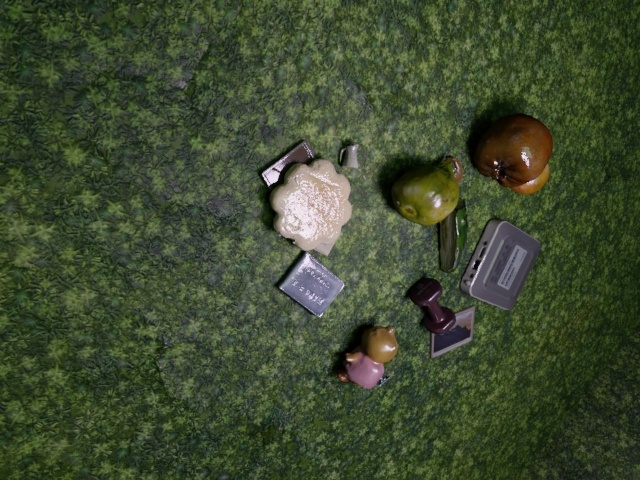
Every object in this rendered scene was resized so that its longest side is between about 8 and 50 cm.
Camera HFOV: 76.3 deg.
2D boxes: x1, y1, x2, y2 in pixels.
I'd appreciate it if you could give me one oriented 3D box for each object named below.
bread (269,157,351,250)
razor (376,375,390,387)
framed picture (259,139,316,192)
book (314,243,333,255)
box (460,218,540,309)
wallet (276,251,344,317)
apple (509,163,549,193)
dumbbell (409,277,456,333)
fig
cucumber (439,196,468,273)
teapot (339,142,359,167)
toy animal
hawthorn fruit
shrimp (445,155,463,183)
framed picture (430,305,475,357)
[{"bbox_3d":[-0.018,-0.112,1.336,0.316,0.054,0.316,-8,105,-30],"label":"bread"},{"bbox_3d":[0.261,0.505,1.718,0.084,0.036,0.211,-14,107,-51],"label":"razor"},{"bbox_3d":[-0.058,-0.169,1.336,0.189,0.023,0.260,-41,120,-13],"label":"framed picture"},{"bbox_3d":[0.000,0.000,1.424,0.111,0.014,0.077,28,89,-33],"label":"book"},{"bbox_3d":[0.845,0.119,1.894,0.373,0.090,0.367,21,93,-33],"label":"box"},{"bbox_3d":[-0.028,0.158,1.444,0.222,0.036,0.167,42,82,-31],"label":"wallet"},{"bbox_3d":[0.888,-0.283,1.749,0.155,0.182,0.182,34,87,-47],"label":"apple"},{"bbox_3d":[0.470,0.276,1.708,0.140,0.124,0.225,-39,120,-14],"label":"dumbbell"},{"bbox_3d":[0.412,-0.189,1.474,0.314,0.233,0.233,-33,118,-7],"label":"fig"},{"bbox_3d":[0.550,-0.013,1.667,0.105,0.145,0.325,-14,116,-18],"label":"cucumber"},{"bbox_3d":[0.099,-0.286,1.376,0.067,0.057,0.083,6,97,-1],"label":"teapot"},{"bbox_3d":[0.195,0.442,1.577,0.195,0.169,0.281,30,89,-36],"label":"toy animal"},{"bbox_3d":[0.771,-0.367,1.605,0.268,0.268,0.301,44,76,-32],"label":"hawthorn fruit"},{"bbox_3d":[0.504,-0.268,1.618,0.178,0.034,0.124,-22,112,-24],"label":"shrimp"},{"bbox_3d":[0.615,0.425,1.898,0.265,0.018,0.192,-15,112,-25],"label":"framed picture"}]
